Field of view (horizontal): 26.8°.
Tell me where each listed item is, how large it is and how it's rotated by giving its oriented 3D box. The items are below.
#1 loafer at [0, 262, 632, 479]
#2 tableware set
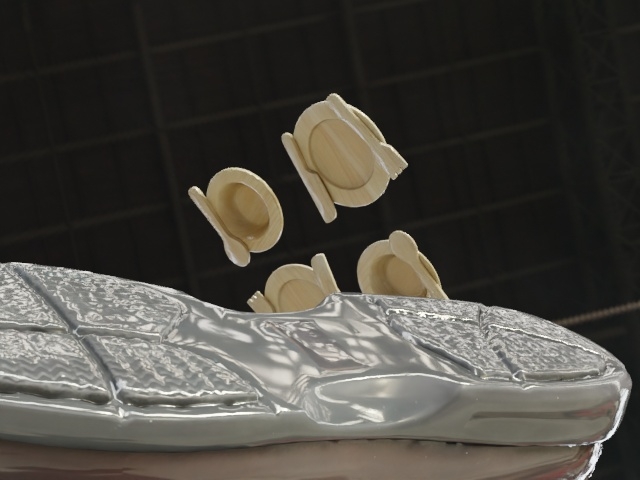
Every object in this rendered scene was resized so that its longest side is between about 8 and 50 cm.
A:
[{"bbox_3d":[-0.038,0.068,0.410,0.302,0.109,0.095,5,-73,-27],"label":"loafer"},{"bbox_3d":[0.000,0.000,0.790,0.020,0.168,0.141,-39,-80,-47],"label":"tableware set"}]
